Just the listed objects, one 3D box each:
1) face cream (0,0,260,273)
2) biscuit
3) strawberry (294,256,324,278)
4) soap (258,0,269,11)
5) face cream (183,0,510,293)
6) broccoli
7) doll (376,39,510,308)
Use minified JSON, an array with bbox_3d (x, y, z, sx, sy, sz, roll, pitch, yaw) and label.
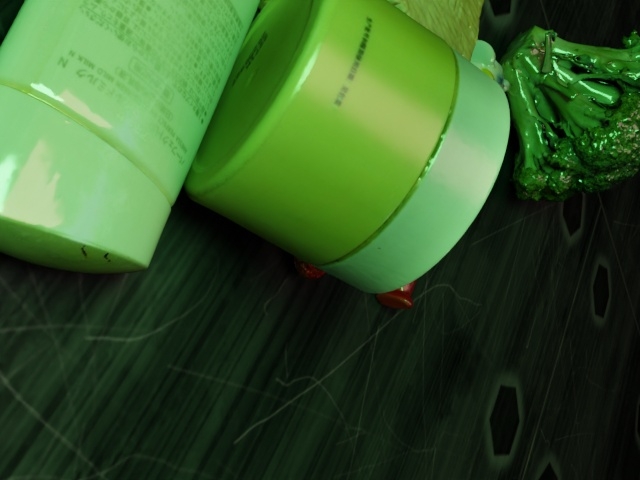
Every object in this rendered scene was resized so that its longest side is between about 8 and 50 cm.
[{"bbox_3d":[-0.142,-0.135,0.573,0.173,0.081,0.348,41,59,-46],"label":"face cream"},{"bbox_3d":[0.107,-0.282,0.807,0.250,0.030,0.160,38,60,-47],"label":"biscuit"},{"bbox_3d":[0.000,0.000,0.790,0.073,0.073,0.083,-19,119,-52],"label":"strawberry"},{"bbox_3d":[0.025,-0.273,0.797,0.315,0.091,0.199,54,51,-39],"label":"soap"},{"bbox_3d":[0.015,-0.090,0.636,0.179,0.218,0.218,29,66,-24],"label":"face cream"},{"bbox_3d":[0.409,-0.212,1.205,0.283,0.304,0.321,41,51,-11],"label":"broccoli"},{"bbox_3d":[0.144,-0.108,0.966,0.188,0.099,0.384,52,54,-41],"label":"doll"}]
